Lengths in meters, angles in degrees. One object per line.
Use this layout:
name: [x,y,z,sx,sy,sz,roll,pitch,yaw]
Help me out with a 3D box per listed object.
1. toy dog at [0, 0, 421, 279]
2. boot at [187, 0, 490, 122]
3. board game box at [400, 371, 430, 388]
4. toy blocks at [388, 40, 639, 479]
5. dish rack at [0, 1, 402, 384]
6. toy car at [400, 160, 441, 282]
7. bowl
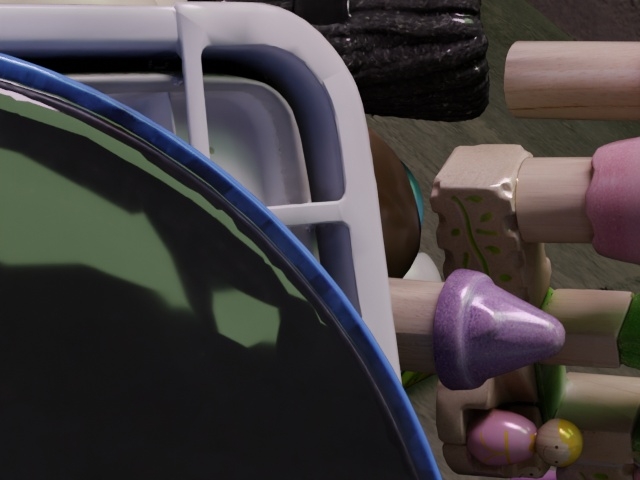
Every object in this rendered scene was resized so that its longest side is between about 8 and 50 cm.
toy dog: [-0.149,-0.060,0.950,0.408,0.284,0.395,50,29,6]
boot: [-0.019,-0.138,1.306,0.348,0.260,0.131,-102,179,-73]
board game box: [0.013,0.027,1.339,0.181,0.043,0.092,41,19,14]
toy blocks: [0.194,0.080,0.914,0.260,0.289,0.309,4,34,25]
dish rack: [-0.115,0.056,0.708,0.333,0.072,0.286,-5,87,-40]
toy car: [0.000,0.000,1.204,0.159,0.136,0.182,40,38,14]
bowl: [-0.120,0.115,0.541,0.391,0.077,0.391,14,61,-27]
